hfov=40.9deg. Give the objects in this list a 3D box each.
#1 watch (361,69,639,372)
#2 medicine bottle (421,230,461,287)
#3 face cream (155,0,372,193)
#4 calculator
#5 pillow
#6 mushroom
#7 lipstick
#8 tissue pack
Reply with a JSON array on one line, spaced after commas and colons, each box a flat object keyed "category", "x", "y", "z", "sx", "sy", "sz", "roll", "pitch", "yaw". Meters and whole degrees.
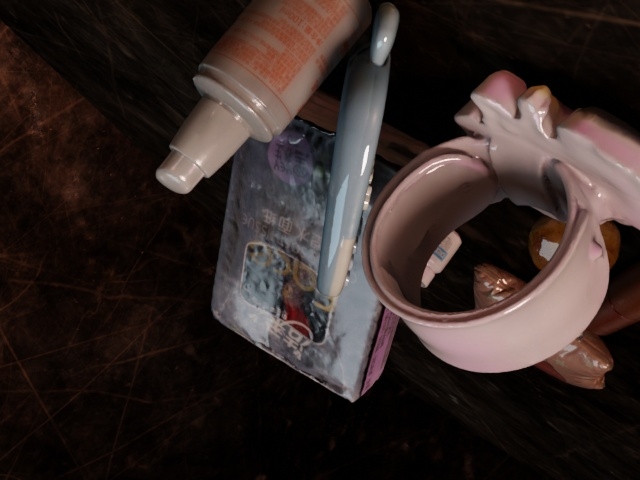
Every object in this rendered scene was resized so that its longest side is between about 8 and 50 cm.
[{"category": "watch", "x": 0.159, "y": -0.006, "z": 0.740, "sx": 0.244, "sy": 0.231, "sz": 0.196, "roll": 33, "pitch": 169, "yaw": 45}, {"category": "medicine bottle", "x": 0.161, "y": 0.021, "z": 1.248, "sx": 0.052, "sy": 0.089, "sz": 0.052, "roll": 36, "pitch": 170, "yaw": 7}, {"category": "face cream", "x": -0.062, "y": -0.147, "z": 0.804, "sx": 0.101, "sy": 0.252, "sz": 0.101, "roll": 36, "pitch": 170, "yaw": 8}, {"category": "calculator", "x": 0.033, "y": -0.083, "z": 0.832, "sx": 0.042, "sy": 0.303, "sz": 0.188, "roll": 9, "pitch": -149, "yaw": 2}, {"category": "pillow", "x": 0.314, "y": 0.132, "z": 1.238, "sx": 0.236, "sy": 0.084, "sz": 0.223, "roll": 36, "pitch": 172, "yaw": 24}, {"category": "mushroom", "x": 0.270, "y": 0.010, "z": 0.892, "sx": 0.129, "sy": 0.088, "sz": 0.073, "roll": 21, "pitch": -144, "yaw": -57}, {"category": "lipstick", "x": 0.333, "y": 0.046, "z": 0.868, "sx": 0.057, "sy": 0.057, "sz": 0.357, "roll": 36, "pitch": 170, "yaw": 10}, {"category": "tissue pack", "x": 0.000, "y": 0.000, "z": 1.091, "sx": 0.259, "sy": 0.122, "sz": 0.361, "roll": 31, "pitch": 127, "yaw": 23}]
